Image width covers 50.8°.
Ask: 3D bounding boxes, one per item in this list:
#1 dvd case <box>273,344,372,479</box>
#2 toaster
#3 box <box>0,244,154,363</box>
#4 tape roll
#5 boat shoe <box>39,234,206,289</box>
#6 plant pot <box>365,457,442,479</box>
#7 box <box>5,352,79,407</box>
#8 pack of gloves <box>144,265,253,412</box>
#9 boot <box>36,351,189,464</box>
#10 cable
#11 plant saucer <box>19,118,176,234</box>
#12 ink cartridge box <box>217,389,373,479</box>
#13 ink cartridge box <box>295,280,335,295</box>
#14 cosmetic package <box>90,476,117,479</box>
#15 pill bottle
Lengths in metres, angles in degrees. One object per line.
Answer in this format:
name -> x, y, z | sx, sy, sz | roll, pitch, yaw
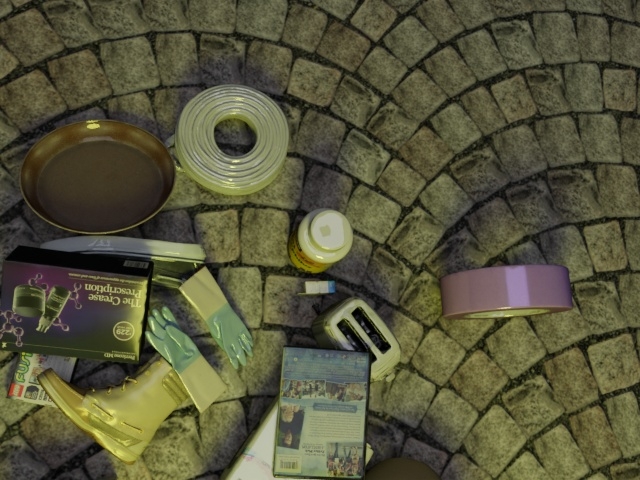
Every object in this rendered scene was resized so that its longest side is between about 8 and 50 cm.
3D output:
dvd case -> 0.006, 0.339, 1.326 | 0.180, 0.022, 0.253 | 6, 80, -9
toaster -> 0.075, 0.208, 1.447 | 0.129, 0.146, 0.227 | -35, 87, -17
box -> -0.468, 0.125, 1.301 | 0.261, 0.103, 0.184 | 7, 106, -10
tape roll -> 0.401, 0.117, 1.468 | 0.275, 0.275, 0.090 | -1, 79, -12
boat shoe -> -0.406, 0.057, 1.391 | 0.335, 0.121, 0.119 | 2, 80, -10
plant pot -> 0.165, 0.556, 1.354 | 0.284, 0.284, 0.191 | 19, 43, -7
box -> -0.549, 0.227, 1.369 | 0.114, 0.036, 0.207 | 14, 76, -9
pack of gloves -> -0.252, 0.203, 1.396 | 0.195, 0.046, 0.232 | -42, 108, -37
boot -> -0.401, 0.290, 1.336 | 0.262, 0.095, 0.203 | 48, 72, -18
cable -> -0.197, -0.230, 1.512 | 0.257, 0.089, 0.257 | 30, 74, -4
plant saucer -> -0.460, -0.128, 1.411 | 0.311, 0.050, 0.310 | 5, 54, -7
ink cartridge box -> -0.072, 0.489, 1.365 | 0.226, 0.131, 0.306 | 37, 72, -2
ink cartridge box -> -0.013, 0.107, 1.500 | 0.083, 0.048, 0.028 | -1, 78, -12
cosmetic package -> -0.473, 0.542, 1.259 | 0.184, 0.151, 0.151 | -5, 79, -14
pill bottle -> 0.000, 0.000, 1.439 | 0.117, 0.215, 0.117 | 2, 77, -11
